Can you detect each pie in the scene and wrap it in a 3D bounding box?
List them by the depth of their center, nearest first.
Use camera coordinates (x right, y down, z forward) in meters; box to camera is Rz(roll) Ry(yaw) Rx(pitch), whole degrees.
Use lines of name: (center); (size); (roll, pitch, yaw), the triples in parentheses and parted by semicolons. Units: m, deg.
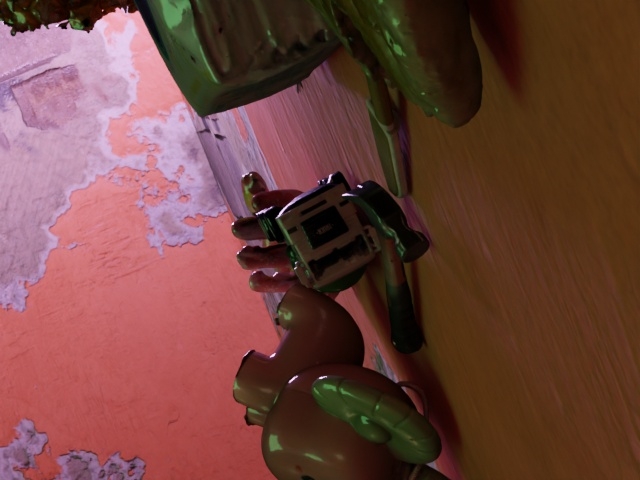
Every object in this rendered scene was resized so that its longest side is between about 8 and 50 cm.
pie: (0.014, -0.220, 0.870); (0.337, 0.075, 0.337); (158, 90, -83)

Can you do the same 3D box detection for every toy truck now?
toy truck: (0.000, 0.000, 1.594); (0.125, 0.101, 0.242); (63, 176, -1)

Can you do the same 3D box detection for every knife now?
knife: (0.054, -0.099, 1.165); (0.046, 0.022, 0.256); (57, 173, 27)

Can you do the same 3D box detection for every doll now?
doll: (0.041, 0.199, 1.631); (0.268, 0.216, 0.284); (22, 159, 23)

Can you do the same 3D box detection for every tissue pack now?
tissue pack: (-0.096, -0.266, 1.233); (0.287, 0.162, 0.388); (65, 174, -5)

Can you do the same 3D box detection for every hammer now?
hammer: (0.074, 0.039, 1.380); (0.111, 0.033, 0.288); (53, 169, 30)

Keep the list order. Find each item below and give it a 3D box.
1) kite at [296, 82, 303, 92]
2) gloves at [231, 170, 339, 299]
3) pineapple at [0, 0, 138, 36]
kite: (-0.056, -0.254, 1.580); (0.160, 0.010, 0.183); (109, 138, -80)
gloves: (-0.035, 0.001, 1.795); (0.241, 0.126, 0.145); (76, -166, -65)
pineapple: (-0.380, -0.486, 2.125); (0.352, 0.352, 0.300); (-122, 21, -54)
